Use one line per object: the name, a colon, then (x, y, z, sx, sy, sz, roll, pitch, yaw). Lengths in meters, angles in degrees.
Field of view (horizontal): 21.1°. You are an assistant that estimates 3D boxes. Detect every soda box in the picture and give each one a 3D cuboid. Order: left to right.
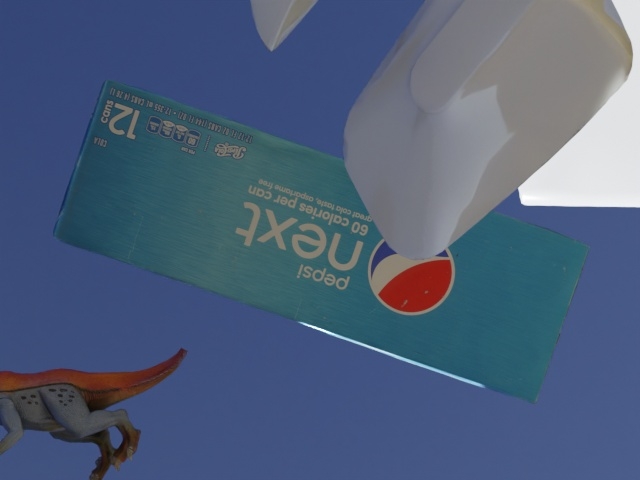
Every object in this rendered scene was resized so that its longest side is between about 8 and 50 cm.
soda box: (0.000, 0.000, 0.726, 0.210, 0.067, 0.071, 19, -89, 0)

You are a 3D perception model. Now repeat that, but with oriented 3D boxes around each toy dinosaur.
toy dinosaur: (-0.108, 0.058, 0.619, 0.082, 0.047, 0.090, 36, -115, -14)

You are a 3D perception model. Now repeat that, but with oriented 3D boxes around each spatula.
spatula: (0.049, -0.129, 0.378, 0.019, 0.242, 0.168, 3, -132, -44)

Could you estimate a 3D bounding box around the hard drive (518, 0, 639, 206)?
hard drive: (0.256, -0.105, 0.994, 0.040, 0.307, 0.203, -65, -31, -45)
